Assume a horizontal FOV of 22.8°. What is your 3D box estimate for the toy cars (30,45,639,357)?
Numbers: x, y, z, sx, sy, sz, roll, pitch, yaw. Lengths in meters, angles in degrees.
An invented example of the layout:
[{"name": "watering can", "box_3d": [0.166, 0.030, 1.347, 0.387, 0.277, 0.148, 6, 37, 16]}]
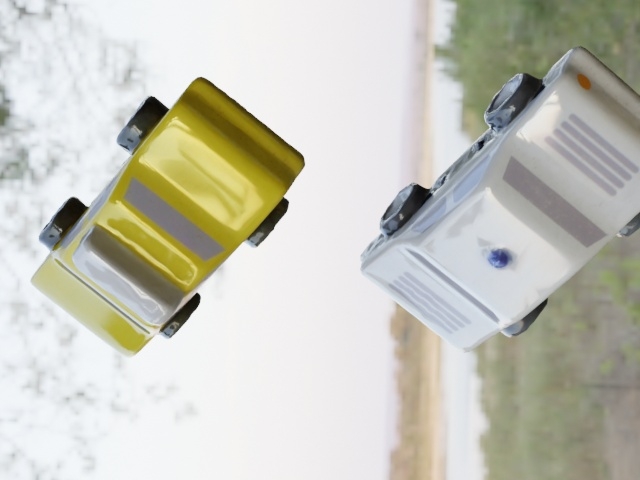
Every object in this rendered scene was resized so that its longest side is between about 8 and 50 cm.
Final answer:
[{"name": "toy cars", "box_3d": [0.000, 0.000, 0.866, 0.087, 0.393, 0.176, -64, -34, -54]}]
